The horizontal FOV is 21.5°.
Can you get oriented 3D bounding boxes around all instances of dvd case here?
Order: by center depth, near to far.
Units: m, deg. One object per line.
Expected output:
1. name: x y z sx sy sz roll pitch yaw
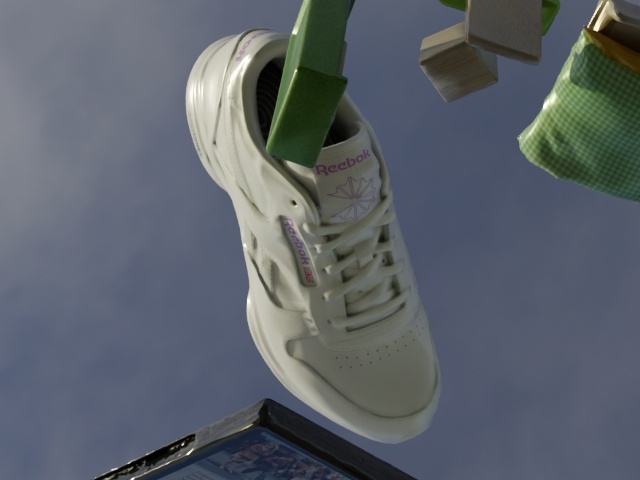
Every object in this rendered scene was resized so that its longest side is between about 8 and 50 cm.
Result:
1. dvd case: -0.045 0.181 1.084 0.180 0.022 0.253 32 -40 -27

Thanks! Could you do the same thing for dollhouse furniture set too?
1. dollhouse furniture set: 0.064 -0.041 0.531 0.152 0.058 0.076 16 -45 -9

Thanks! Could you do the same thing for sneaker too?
1. sneaker: 0.000 0.000 1.129 0.114 0.152 0.305 -27 -85 -18
